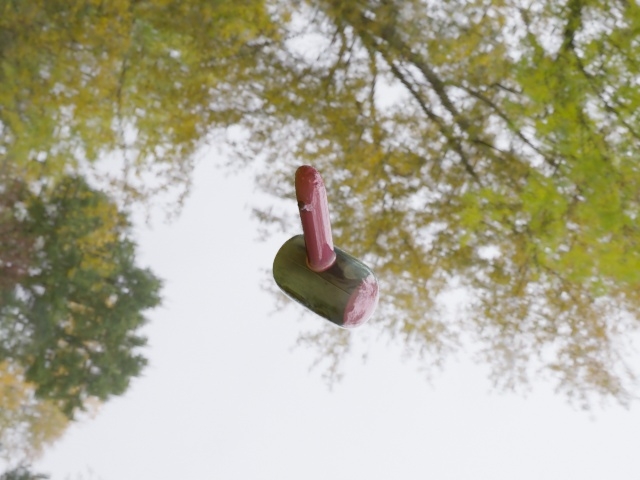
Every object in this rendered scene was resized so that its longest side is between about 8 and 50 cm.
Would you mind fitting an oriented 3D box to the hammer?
[{"bbox_3d":[0.000,0.000,0.385,0.052,0.083,0.031,27,-124,29],"label":"hammer"}]
